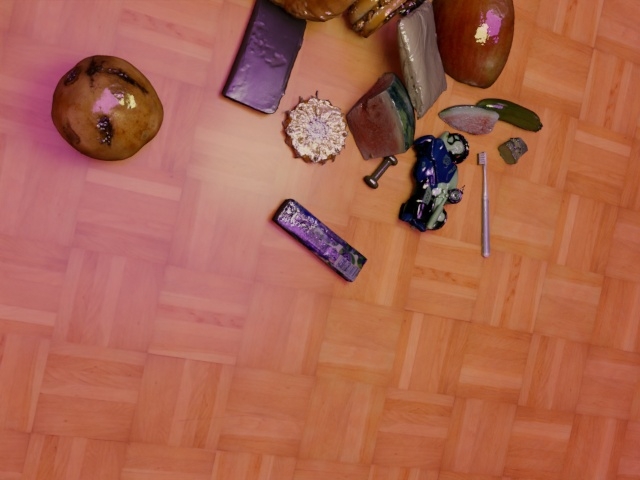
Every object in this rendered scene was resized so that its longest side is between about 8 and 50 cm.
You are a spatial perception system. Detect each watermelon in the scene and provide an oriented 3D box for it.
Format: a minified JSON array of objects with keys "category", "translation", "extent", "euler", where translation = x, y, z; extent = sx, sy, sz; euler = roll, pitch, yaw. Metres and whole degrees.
[{"category":"watermelon","translation":[0.174,-0.355,1.771],"extent":[0.201,0.262,0.213],"euler":[-21,105,13]},{"category":"watermelon","translation":[0.462,-0.388,1.923],"extent":[0.180,0.081,0.094],"euler":[19,109,-2]}]

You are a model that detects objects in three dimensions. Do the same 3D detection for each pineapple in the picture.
[{"category":"pineapple","translation":[-0.011,-0.326,1.778],"extent":[0.221,0.047,0.221],"euler":[-1,93,-17]}]

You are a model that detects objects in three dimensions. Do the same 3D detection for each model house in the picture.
[{"category":"model house","translation":[0.631,-0.301,1.983],"extent":[0.083,0.066,0.079],"euler":[-38,106,-14]}]

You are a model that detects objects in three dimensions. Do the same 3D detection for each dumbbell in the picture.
[{"category":"dumbbell","translation":[0.183,-0.212,1.850],"extent":[0.052,0.046,0.118],"euler":[42,81,-11]}]

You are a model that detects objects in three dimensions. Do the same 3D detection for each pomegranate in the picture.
[{"category":"pomegranate","translation":[-0.529,-0.325,1.510],"extent":[0.260,0.260,0.261],"euler":[-1,94,-18]}]

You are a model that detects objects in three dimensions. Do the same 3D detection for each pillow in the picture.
[{"category":"pillow","translation":[0.292,-0.524,1.764],"extent":[0.274,0.076,0.281],"euler":[-52,132,-49]}]

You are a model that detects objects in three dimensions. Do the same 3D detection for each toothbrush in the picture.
[{"category":"toothbrush","translation":[0.532,-0.116,1.984],"extent":[0.030,0.025,0.343],"euler":[-5,95,-11]}]

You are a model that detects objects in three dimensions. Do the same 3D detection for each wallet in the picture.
[{"category":"wallet","translation":[-0.152,-0.515,1.717],"extent":[0.165,0.042,0.310],"euler":[20,84,-19]}]

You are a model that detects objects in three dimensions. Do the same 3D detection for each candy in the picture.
[{"category":"candy","translation":[0.000,0.000,1.796],"extent":[0.312,0.061,0.088],"euler":[40,80,-18]}]

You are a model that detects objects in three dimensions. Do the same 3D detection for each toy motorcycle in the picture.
[{"category":"toy motorcycle","translation":[0.339,-0.192,1.871],"extent":[0.196,0.125,0.332],"euler":[21,84,-17]}]

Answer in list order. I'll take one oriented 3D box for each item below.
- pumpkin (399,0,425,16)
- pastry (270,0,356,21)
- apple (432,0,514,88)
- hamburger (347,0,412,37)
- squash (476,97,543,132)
[{"category":"pumpkin","translation":[0.297,-0.782,1.806],"extent":[0.130,0.126,0.248],"euler":[32,84,-16]},{"category":"pastry","translation":[-0.025,-0.746,1.644],"extent":[0.315,0.285,0.184],"euler":[25,41,0]},{"category":"apple","translation":[0.469,-0.648,1.875],"extent":[0.179,0.253,0.347],"euler":[-14,103,-60]},{"category":"hamburger","translation":[0.158,-0.666,1.738],"extent":[0.118,0.191,0.182],"euler":[50,59,-8]},{"category":"squash","translation":[0.619,-0.408,1.971],"extent":[0.257,0.069,0.069],"euler":[13,90,-19]}]
